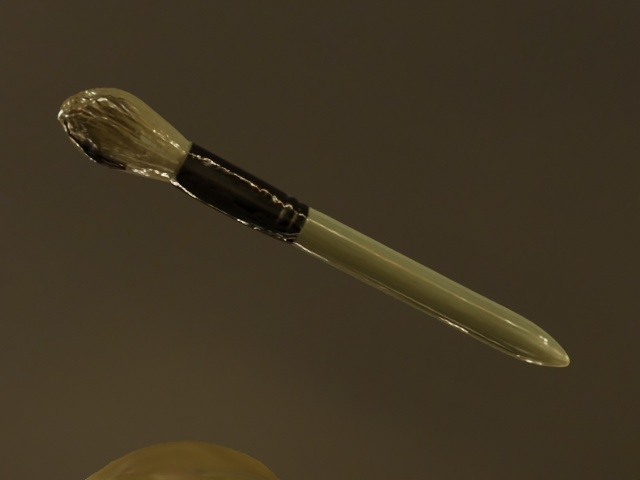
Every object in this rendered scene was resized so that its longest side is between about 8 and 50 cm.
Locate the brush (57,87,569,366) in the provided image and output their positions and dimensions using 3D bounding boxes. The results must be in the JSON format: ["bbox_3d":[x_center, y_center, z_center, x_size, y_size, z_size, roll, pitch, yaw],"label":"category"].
[{"bbox_3d":[0.000,0.000,0.897,0.299,0.042,0.039,29,-84,-8],"label":"brush"}]

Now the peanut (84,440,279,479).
[{"bbox_3d":[0.065,0.205,0.453,0.387,0.192,0.169,43,-18,10],"label":"peanut"}]
